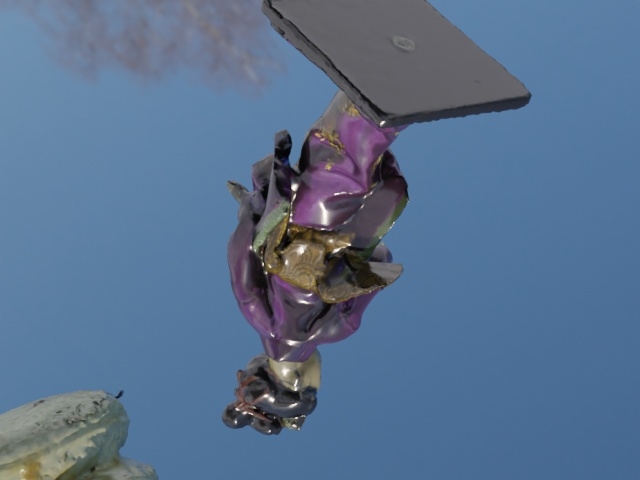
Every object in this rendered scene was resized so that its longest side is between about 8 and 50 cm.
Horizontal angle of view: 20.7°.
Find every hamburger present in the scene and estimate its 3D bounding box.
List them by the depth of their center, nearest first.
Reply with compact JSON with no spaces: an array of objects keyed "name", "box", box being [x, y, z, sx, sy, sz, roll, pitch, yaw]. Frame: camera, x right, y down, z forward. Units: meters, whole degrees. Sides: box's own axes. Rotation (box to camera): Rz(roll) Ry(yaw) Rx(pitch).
[{"name":"hamburger","box":[-0.128,0.104,0.676,0.133,0.062,0.140,-25,-178,-28]}]

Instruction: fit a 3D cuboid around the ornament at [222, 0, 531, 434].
[{"name":"ornament","box":[0.007,-0.004,0.720,0.081,0.203,0.088,-17,-132,-35]}]
